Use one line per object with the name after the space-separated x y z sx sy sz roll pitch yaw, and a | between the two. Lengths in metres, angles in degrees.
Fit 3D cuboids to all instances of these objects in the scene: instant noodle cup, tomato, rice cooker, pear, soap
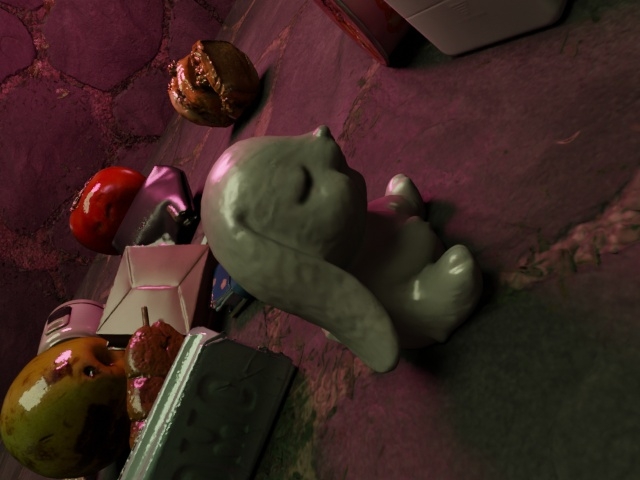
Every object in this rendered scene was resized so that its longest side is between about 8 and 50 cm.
0.103 -0.457 0.812 0.231 0.243 0.243 -46 31 13 | instant noodle cup
-0.744 -0.099 1.808 0.293 0.289 0.325 -13 53 52 | tomato
-0.732 0.303 1.507 0.226 0.226 0.244 -56 26 9 | rice cooker
-0.503 0.346 1.032 0.283 0.283 0.284 -39 35 35 | pear
-0.149 0.252 0.662 0.094 0.150 0.261 9 73 55 | soap

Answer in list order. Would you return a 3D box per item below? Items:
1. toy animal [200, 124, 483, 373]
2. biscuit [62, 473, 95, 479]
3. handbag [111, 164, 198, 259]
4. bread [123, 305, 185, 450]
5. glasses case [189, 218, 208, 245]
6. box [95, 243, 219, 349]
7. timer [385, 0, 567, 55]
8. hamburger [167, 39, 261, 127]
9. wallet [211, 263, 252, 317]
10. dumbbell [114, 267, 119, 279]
0.000 0.000 0.521 0.206 0.265 0.272 -51 32 21 | toy animal
-0.584 0.615 1.168 0.188 0.040 0.265 -59 29 6 | biscuit
-0.472 -0.038 1.470 0.342 0.152 0.288 -59 39 10 | handbag
-0.260 0.252 0.815 0.344 0.124 0.084 63 141 37 | bread
-0.284 0.057 1.132 0.114 0.060 0.299 14 81 64 | glasses case
-0.315 0.115 0.999 0.215 0.086 0.215 -2 58 14 | box
0.196 -0.379 0.607 0.192 0.194 0.195 11 74 61 | timer
-0.323 -0.480 1.491 0.211 0.260 0.245 -38 43 43 | hamburger
-0.129 0.037 0.914 0.202 0.059 0.141 -44 35 28 | wallet
-0.585 0.163 1.511 0.100 0.100 0.191 -50 29 20 | dumbbell
